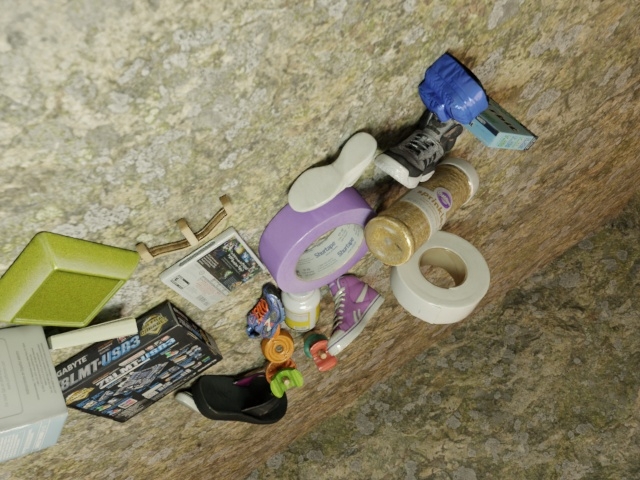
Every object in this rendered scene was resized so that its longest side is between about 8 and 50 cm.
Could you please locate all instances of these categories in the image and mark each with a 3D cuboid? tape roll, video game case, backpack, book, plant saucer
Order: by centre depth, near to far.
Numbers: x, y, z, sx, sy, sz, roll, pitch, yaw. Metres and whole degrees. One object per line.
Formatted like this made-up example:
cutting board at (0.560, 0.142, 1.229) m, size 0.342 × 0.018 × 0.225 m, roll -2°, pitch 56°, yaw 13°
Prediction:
plant saucer at (-0.419, 0.083, 0.780) m, size 0.188 × 0.045 × 0.188 m, roll -44°, pitch 150°, yaw 14°
book at (-0.434, 0.178, 0.882) m, size 0.144 × 0.035 × 0.096 m, roll -9°, pitch 173°, yaw -42°
backpack at (0.261, -0.281, 0.916) m, size 0.101 × 0.120 × 0.098 m, roll -46°, pitch 151°, yaw 15°
video game case at (-0.222, 0.066, 1.001) m, size 0.173 × 0.022 × 0.190 m, roll -34°, pitch 151°, yaw -4°
tape roll at (0.000, 0.000, 1.077) m, size 0.275 × 0.090 × 0.274 m, roll -28°, pitch 151°, yaw -17°
tape roll at (0.358, 0.108, 1.428) m, size 0.286 × 0.286 × 0.100 m, roll -24°, pitch 149°, yaw -23°

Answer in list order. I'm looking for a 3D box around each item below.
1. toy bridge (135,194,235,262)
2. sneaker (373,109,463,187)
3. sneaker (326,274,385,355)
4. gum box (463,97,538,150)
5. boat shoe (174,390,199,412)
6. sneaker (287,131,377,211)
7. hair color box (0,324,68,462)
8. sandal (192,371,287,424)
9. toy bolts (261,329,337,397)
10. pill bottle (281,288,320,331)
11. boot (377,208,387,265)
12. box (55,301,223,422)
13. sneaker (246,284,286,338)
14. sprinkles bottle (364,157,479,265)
toy bridge at (-0.241, -0.013, 0.856) m, size 0.188 × 0.026 × 0.063 m, roll -32°, pitch 152°, yaw -10°
sneaker at (0.207, -0.200, 0.972) m, size 0.153 × 0.101 × 0.269 m, roll -57°, pitch 165°, yaw 23°
sneaker at (0.058, 0.200, 1.343) m, size 0.102 × 0.161 × 0.282 m, roll -51°, pitch 174°, yaw 38°
gum box at (0.368, -0.262, 1.025) m, size 0.185 × 0.157 × 0.041 m, roll -8°, pitch 141°, yaw -42°
boat shoe at (-0.363, 0.479, 1.414) m, size 0.070 × 0.078 × 0.219 m, roll -65°, pitch 157°, yaw -23°
sneaker at (0.032, -0.122, 0.954) m, size 0.212 × 0.080 × 0.094 m, roll -38°, pitch 163°, yaw -1°
hair color box at (-0.603, 0.256, 0.686) m, size 0.375 × 0.185 × 0.113 m, roll -3°, pitch 138°, yaw -45°
sandal at (-0.210, 0.489, 1.484) m, size 0.107 × 0.167 × 0.446 m, roll -40°, pitch 151°, yaw 13°
toy bolts at (-0.084, 0.346, 1.502) m, size 0.229 × 0.158 × 0.218 m, roll -22°, pitch 106°, yaw -12°
pill bottle at (-0.052, 0.160, 1.242) m, size 0.103 × 0.103 × 0.184 m, roll -26°, pitch 150°, yaw -19°
boot at (0.253, -0.054, 1.284) m, size 0.211 × 0.104 × 0.295 m, roll -36°, pitch 157°, yaw -12°
box at (-0.405, 0.289, 1.075) m, size 0.296 × 0.073 × 0.293 m, roll -32°, pitch 151°, yaw -8°
sneaker at (-0.146, 0.198, 1.223) m, size 0.087 × 0.083 × 0.221 m, roll -13°, pitch 141°, yaw -24°
sprinkles bottle at (0.245, -0.076, 1.097) m, size 0.355 × 0.121 × 0.121 m, roll -38°, pitch 158°, yaw -39°
